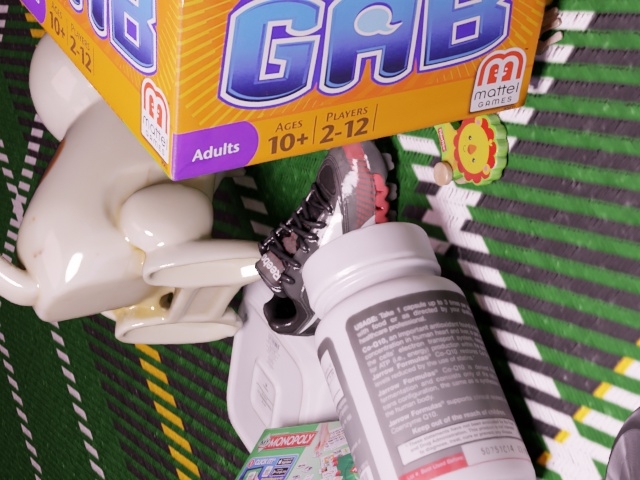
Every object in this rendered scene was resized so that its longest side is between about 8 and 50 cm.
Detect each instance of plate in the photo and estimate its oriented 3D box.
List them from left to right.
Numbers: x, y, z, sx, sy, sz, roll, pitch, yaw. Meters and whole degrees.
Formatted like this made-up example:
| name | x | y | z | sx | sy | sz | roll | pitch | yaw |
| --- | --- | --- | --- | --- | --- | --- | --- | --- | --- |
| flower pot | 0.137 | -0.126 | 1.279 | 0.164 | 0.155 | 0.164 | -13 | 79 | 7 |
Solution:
| name | x | y | z | sx | sy | sz | roll | pitch | yaw |
| --- | --- | --- | --- | --- | --- | --- | --- | --- | --- |
| plate | -0.055 | 0.195 | 1.868 | 0.277 | 0.045 | 0.278 | 49 | 137 | 50 |

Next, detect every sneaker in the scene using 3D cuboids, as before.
| name | x | y | z | sx | sy | sz | roll | pitch | yaw |
| --- | --- | --- | --- | --- | --- | --- | --- | --- | --- |
| sneaker | 0.000 | 0.000 | 1.610 | 0.097 | 0.135 | 0.276 | -126 | 40 | -47 |

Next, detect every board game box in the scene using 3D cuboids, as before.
| name | x | y | z | sx | sy | sz | roll | pitch | yaw |
| --- | --- | --- | --- | --- | --- | --- | --- | --- | --- |
| board game box | -0.036 | -0.319 | 1.255 | 0.356 | 0.356 | 0.356 | 47 | 141 | 43 |
| board game box | -0.019 | 0.297 | 1.612 | 0.046 | 0.213 | 0.317 | 43 | 151 | -18 |

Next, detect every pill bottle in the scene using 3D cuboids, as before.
| name | x | y | z | sx | sy | sz | roll | pitch | yaw |
| --- | --- | --- | --- | --- | --- | --- | --- | --- | --- |
| pill bottle | 0.089 | 0.135 | 1.431 | 0.161 | 0.161 | 0.283 | -56 | 47 | 53 |

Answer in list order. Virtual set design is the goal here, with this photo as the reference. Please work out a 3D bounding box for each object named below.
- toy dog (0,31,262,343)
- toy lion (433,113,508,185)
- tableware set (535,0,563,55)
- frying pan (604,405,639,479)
| name | x | y | z | sx | sy | sz | roll | pitch | yaw |
| --- | --- | --- | --- | --- | --- | --- | --- | --- | --- |
| toy dog | -0.255 | -0.095 | 1.829 | 0.284 | 0.395 | 0.408 | 108 | 155 | -64 |
| toy lion | 0.144 | -0.100 | 1.416 | 0.096 | 0.034 | 0.100 | -28 | 70 | 55 |
| tableware set | 0.167 | -0.212 | 1.347 | 0.154 | 0.024 | 0.104 | -22 | 76 | 63 |
| frying pan | 0.277 | 0.273 | 1.136 | 0.197 | 0.053 | 0.326 | 115 | 156 | -62 |
